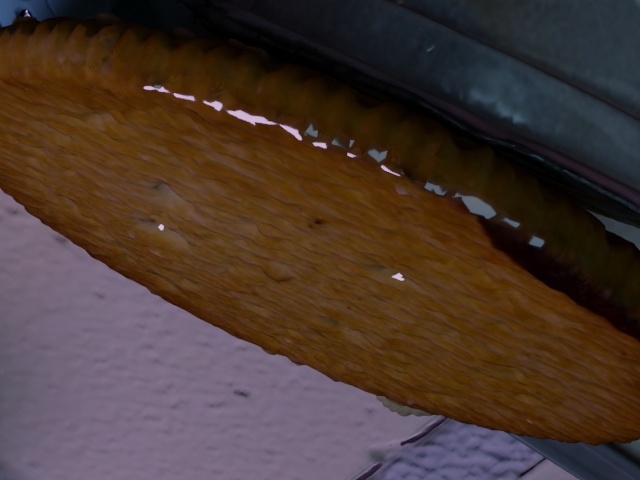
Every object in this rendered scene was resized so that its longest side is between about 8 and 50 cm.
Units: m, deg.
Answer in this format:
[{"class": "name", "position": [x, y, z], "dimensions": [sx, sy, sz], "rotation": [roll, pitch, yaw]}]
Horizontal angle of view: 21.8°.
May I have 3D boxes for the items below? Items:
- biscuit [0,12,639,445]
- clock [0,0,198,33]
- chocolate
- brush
[{"class": "biscuit", "position": [0.000, 0.000, 0.629], "dimensions": [0.305, 0.038, 0.305], "rotation": [22, 163, 7]}, {"class": "clock", "position": [-0.128, -0.108, 0.650], "dimensions": [0.147, 0.045, 0.108], "rotation": [-20, 122, 10]}, {"class": "chocolate", "position": [0.067, -0.098, 0.618], "dimensions": [0.221, 0.221, 0.147], "rotation": [24, 87, -19]}, {"class": "brush", "position": [0.126, 0.105, 0.823], "dimensions": [0.266, 0.027, 0.062], "rotation": [32, 116, -23]}]
